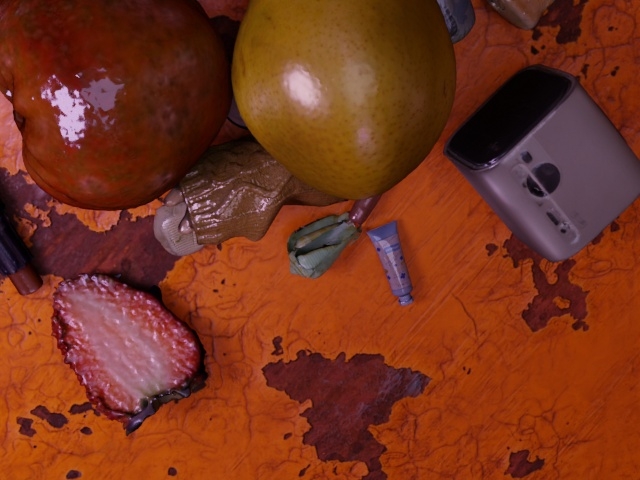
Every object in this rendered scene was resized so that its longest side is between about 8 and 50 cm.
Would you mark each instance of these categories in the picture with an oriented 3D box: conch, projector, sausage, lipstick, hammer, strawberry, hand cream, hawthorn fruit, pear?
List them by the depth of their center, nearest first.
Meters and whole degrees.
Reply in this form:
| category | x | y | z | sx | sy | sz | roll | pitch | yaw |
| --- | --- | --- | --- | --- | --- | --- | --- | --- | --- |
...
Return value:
| category | x | y | z | sx | sy | sz | roll | pitch | yaw |
| --- | --- | --- | --- | --- | --- | --- | --- | --- | --- |
| pear | 0.036 | -0.274 | 1.450 | 0.362 | 0.362 | 0.418 | -10 | 102 | -9 |
| hawthorn fruit | -0.310 | -0.249 | 1.466 | 0.403 | 0.403 | 0.403 | -4 | 108 | -11 |
| lipstick | -0.583 | -0.030 | 1.625 | 0.081 | 0.081 | 0.300 | -26 | 116 | -3 |
| hammer | 0.096 | -0.400 | 1.644 | 0.335 | 0.119 | 0.206 | -24 | 111 | 3 |
| projector | 0.413 | -0.147 | 1.712 | 0.248 | 0.248 | 0.249 | -43 | 111 | 3 |
| strawberry | -0.366 | 0.190 | 1.736 | 0.233 | 0.138 | 0.306 | -34 | 87 | -20 |
| sausage | 0.113 | -0.113 | 1.764 | 0.043 | 0.043 | 0.186 | 31 | 95 | -20 |
| conch | 0.000 | 0.000 | 1.769 | 0.170 | 0.079 | 0.106 | -41 | 118 | -14 |
| hand cream | 0.146 | 0.048 | 1.829 | 0.065 | 0.043 | 0.171 | -23 | 106 | -10 |

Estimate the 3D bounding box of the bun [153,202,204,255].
| category | x | y | z | sx | sy | sz | roll | pitch | yaw |
| --- | --- | --- | --- | --- | --- | --- | --- | --- | --- |
| bun | -0.256 | -0.029 | 1.702 | 0.115 | 0.069 | 0.115 | -16 | 125 | -24 |

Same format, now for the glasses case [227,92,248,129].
| category | x | y | z | sx | sy | sz | roll | pitch | yaw |
| --- | --- | --- | --- | --- | --- | --- | --- | --- | --- |
| glasses case | -0.023 | -0.244 | 1.662 | 0.314 | 0.075 | 0.122 | 6 | 74 | -14 |

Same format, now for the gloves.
| category | x | y | z | sx | sy | sz | roll | pitch | yaw |
| --- | --- | --- | --- | --- | --- | --- | --- | --- | --- |
| gloves | -0.108 | -0.107 | 1.635 | 0.356 | 0.203 | 0.155 | -18 | 120 | -23 |

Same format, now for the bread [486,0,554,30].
| category | x | y | z | sx | sy | sz | roll | pitch | yaw |
| --- | --- | --- | --- | --- | --- | --- | --- | --- | --- |
| bread | 0.371 | -0.455 | 1.696 | 0.106 | 0.082 | 0.125 | 40 | 86 | -31 |
